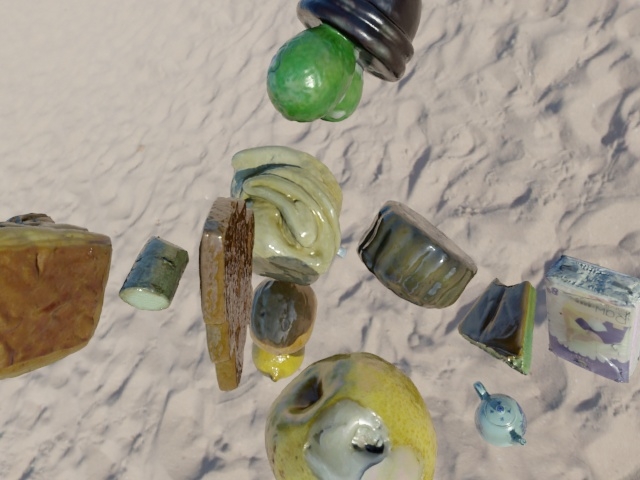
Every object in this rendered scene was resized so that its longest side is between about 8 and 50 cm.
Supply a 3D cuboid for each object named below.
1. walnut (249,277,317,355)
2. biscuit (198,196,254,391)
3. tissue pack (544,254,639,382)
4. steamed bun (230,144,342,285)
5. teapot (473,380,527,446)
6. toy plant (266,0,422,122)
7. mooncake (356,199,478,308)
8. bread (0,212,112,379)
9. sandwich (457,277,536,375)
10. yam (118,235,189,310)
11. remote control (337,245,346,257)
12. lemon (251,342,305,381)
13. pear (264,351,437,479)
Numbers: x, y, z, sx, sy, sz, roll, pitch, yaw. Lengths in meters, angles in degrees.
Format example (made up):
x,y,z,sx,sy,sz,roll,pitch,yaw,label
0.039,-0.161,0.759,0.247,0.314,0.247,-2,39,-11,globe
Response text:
x,y,z,sx,sy,sz,roll,pitch,yaw,label
-0.105,0.204,1.398,0.195,0.195,0.222,-3,74,31,walnut
-0.127,0.043,0.683,0.043,0.301,0.278,2,64,-1,biscuit
0.772,0.221,1.444,0.125,0.344,0.242,-39,40,-25,tissue pack
-0.109,-0.074,1.293,0.324,0.230,0.373,-13,70,23,steamed bun
0.554,0.539,1.576,0.159,0.159,0.232,-40,51,7,teapot
0.029,-0.259,0.697,0.175,0.218,0.235,34,100,11,toy plant
0.231,0.041,1.240,0.161,0.290,0.290,-54,49,15,mooncake
-0.541,0.086,0.876,0.167,0.324,0.278,23,103,24,bread
0.483,0.197,1.296,0.212,0.063,0.245,-52,24,-4,sandwich
-0.220,0.040,0.693,0.069,0.070,0.147,-25,29,19,yam
0.000,0.000,2.092,0.244,0.087,0.047,29,88,9,remote control
-0.143,0.373,1.754,0.186,0.187,0.244,-19,37,22,lemon
0.052,0.311,0.791,0.271,0.271,0.271,-15,58,25,pear
